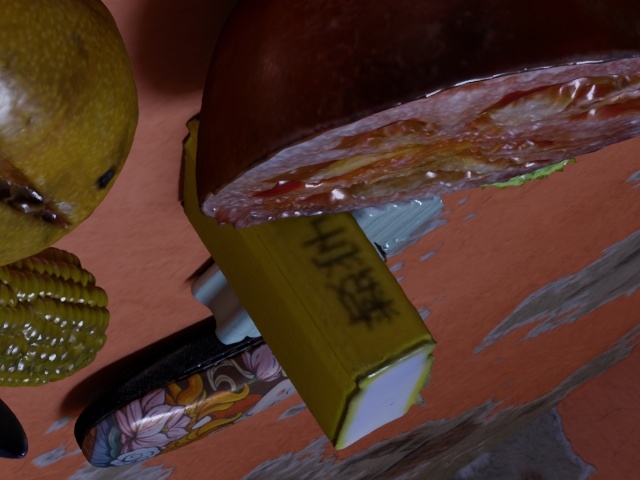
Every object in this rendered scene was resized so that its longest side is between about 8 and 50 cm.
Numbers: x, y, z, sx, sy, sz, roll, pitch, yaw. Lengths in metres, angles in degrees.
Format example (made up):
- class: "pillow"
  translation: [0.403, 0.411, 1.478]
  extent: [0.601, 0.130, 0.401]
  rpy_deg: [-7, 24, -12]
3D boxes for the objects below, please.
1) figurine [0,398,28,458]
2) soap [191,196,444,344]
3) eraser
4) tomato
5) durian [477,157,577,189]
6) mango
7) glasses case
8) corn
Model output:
- class: "figurine"
  translation: [-0.281, 0.078, 0.969]
  extent: [0.175, 0.197, 0.265]
  rpy_deg: [-51, 128, -2]
- class: "soap"
  translation: [0.000, 0.000, 1.573]
  extent: [0.119, 0.066, 0.198]
  rpy_deg: [-15, 158, -51]
- class: "eraser"
  translation: [-0.011, 0.021, 1.321]
  extent: [0.069, 0.226, 0.158]
  rpy_deg: [-28, 163, -18]
- class: "tomato"
  translation: [0.076, -0.118, 1.127]
  extent: [0.338, 0.144, 0.338]
  rpy_deg: [-15, 173, -2]
- class: "durian"
  translation: [0.167, -0.103, 1.557]
  extent: [0.215, 0.086, 0.100]
  rpy_deg: [-37, 150, 31]
- class: "mango"
  translation: [-0.179, -0.063, 0.911]
  extent: [0.177, 0.120, 0.295]
  rpy_deg: [-34, 165, 6]
- class: "glasses case"
  translation: [-0.075, 0.116, 1.777]
  extent: [0.321, 0.082, 0.122]
  rpy_deg: [-25, 162, -23]
- class: "corn"
  translation: [-0.232, 0.042, 1.206]
  extent: [0.101, 0.101, 0.310]
  rpy_deg: [-37, 159, 21]
